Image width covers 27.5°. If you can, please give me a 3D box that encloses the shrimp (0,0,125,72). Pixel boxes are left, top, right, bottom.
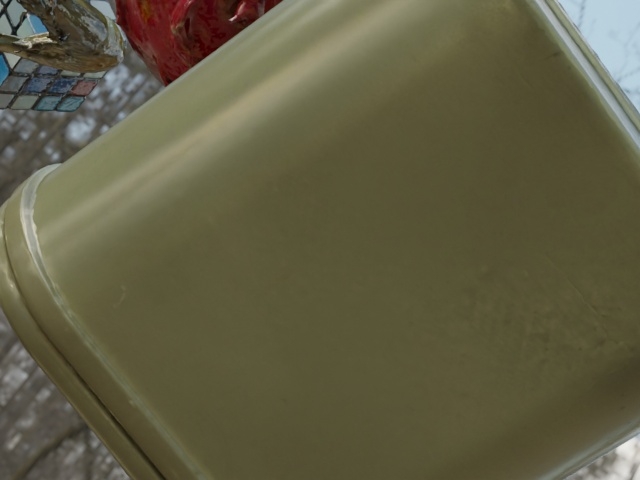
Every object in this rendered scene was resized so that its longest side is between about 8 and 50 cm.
[{"bbox_3d":[-0.271,-0.200,1.217,0.150,0.051,0.217,3,-14,14],"label":"shrimp"}]

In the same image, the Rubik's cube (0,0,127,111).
[{"bbox_3d":[-0.378,-0.278,1.745,0.154,0.151,0.155,-43,-116,35],"label":"Rubik's cube"}]

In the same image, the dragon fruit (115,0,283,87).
[{"bbox_3d":[-0.067,-0.307,1.547,0.249,0.370,0.386,-120,-154,-69],"label":"dragon fruit"}]

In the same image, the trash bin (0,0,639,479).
[{"bbox_3d":[0.024,0.013,0.550,0.243,0.247,0.121,51,19,-9],"label":"trash bin"}]
